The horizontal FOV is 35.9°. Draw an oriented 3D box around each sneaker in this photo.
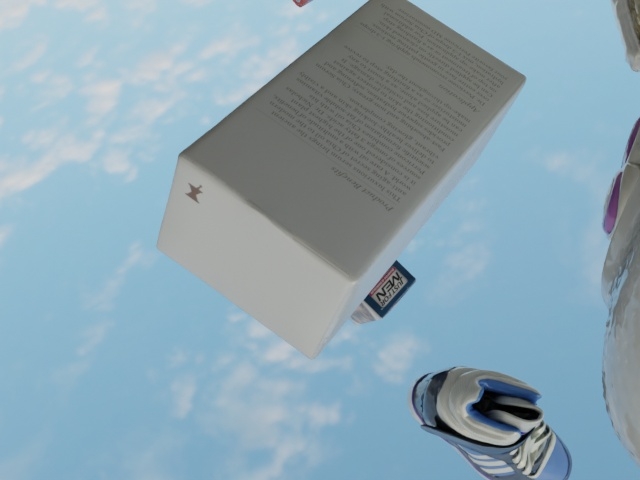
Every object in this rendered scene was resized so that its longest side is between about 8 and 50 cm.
[{"bbox_3d":[0.301,0.300,1.513,0.130,0.323,0.236,-61,-167,-16],"label":"sneaker"},{"bbox_3d":[0.445,-0.075,1.224,0.152,0.114,0.305,16,-140,18],"label":"sneaker"}]

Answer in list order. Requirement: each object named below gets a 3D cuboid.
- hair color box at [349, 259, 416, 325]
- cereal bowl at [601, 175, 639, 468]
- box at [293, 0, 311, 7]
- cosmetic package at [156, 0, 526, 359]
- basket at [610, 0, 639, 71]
[{"bbox_3d":[0.000,0.000,1.835,0.105,0.347,0.174,-47,-176,-16],"label":"hair color box"},{"bbox_3d":[0.282,0.005,0.634,0.141,0.339,0.339,29,-123,29],"label":"cereal bowl"},{"bbox_3d":[-0.048,-0.486,1.420,0.123,0.257,0.128,-36,175,-26],"label":"box"},{"bbox_3d":[0.039,-0.100,1.178,0.230,0.161,0.453,36,-132,9],"label":"cosmetic package"},{"bbox_3d":[0.592,-0.376,1.318,0.328,0.266,0.331,15,-135,-10],"label":"basket"}]
